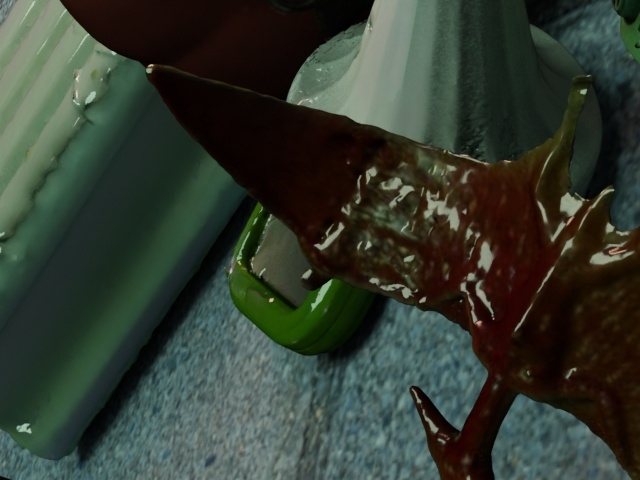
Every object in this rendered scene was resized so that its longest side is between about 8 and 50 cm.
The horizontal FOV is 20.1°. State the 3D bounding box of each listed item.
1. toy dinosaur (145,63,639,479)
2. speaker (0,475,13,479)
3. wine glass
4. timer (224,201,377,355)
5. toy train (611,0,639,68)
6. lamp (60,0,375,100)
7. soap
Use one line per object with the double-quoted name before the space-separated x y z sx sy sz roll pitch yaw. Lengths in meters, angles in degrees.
"toy dinosaur" 0.066 0.027 0.736 0.206 0.113 0.327 -39 73 36
"speaker" -0.183 0.262 0.974 0.184 0.254 0.232 -28 47 49
"wine glass" 0.059 -0.103 0.850 0.196 0.165 0.165 87 -178 -51
"timer" 0.000 0.000 1.079 0.128 0.047 0.140 -62 28 4
"toy train" 0.177 -0.071 0.783 0.149 0.099 0.081 -98 8 -53
"lamp" -0.027 -0.226 1.009 0.257 0.303 0.303 26 92 61
"soap" -0.146 -0.094 1.289 0.446 0.156 0.261 -55 28 21
